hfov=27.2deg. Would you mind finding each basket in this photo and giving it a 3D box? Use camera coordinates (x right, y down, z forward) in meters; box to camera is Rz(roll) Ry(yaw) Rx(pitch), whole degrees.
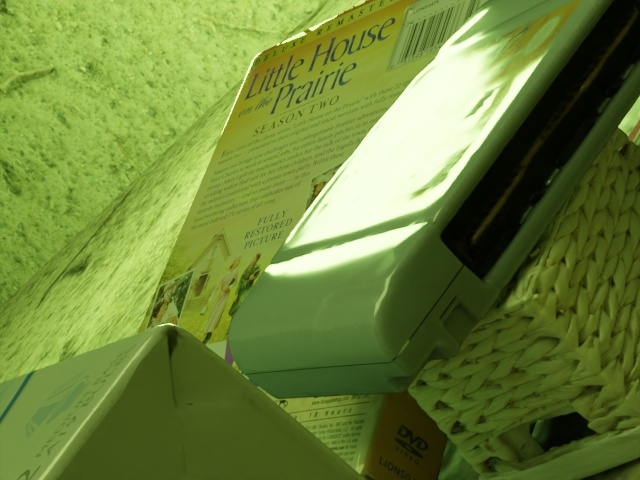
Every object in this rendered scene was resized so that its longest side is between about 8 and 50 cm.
[{"bbox_3d":[0.121,0.030,0.675,0.113,0.103,0.167,-32,19,43],"label":"basket"}]

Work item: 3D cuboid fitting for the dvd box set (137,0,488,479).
[{"bbox_3d":[0.000,0.000,0.922,0.308,0.062,0.420,-17,45,45],"label":"dvd box set"}]

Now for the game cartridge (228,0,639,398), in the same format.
[{"bbox_3d":[0.073,-0.044,0.699,0.297,0.062,0.198,-52,19,-23],"label":"game cartridge"}]

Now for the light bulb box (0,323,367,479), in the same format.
[{"bbox_3d":[-0.151,0.256,0.592,0.358,0.225,0.361,-55,16,-27],"label":"light bulb box"}]

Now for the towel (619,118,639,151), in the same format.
[{"bbox_3d":[0.241,-0.095,0.785,0.144,0.029,0.197,-52,1,-25],"label":"towel"}]
